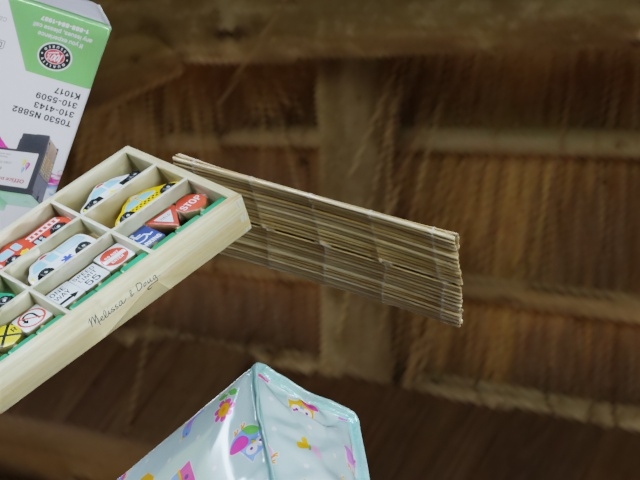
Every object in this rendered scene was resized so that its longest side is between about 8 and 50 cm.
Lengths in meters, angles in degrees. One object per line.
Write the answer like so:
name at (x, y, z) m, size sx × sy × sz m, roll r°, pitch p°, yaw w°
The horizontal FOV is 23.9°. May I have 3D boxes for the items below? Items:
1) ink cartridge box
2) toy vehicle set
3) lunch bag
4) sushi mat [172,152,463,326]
ink cartridge box at (-0.341, -0.116, 1.439) m, size 0.201 × 0.278 × 0.117 m, roll 16°, pitch 16°, yaw -21°
toy vehicle set at (-0.207, 0.024, 1.235) m, size 0.166 × 0.267 × 0.035 m, roll 22°, pitch -39°, yaw 44°
lunch bag at (-0.068, 0.277, 1.302) m, size 0.160 × 0.262 × 0.223 m, roll 32°, pitch -59°, yaw -33°
sushi mat at (0.000, 0.000, 1.559) m, size 0.317 × 0.019 × 0.151 m, roll 16°, pitch -37°, yaw 18°
